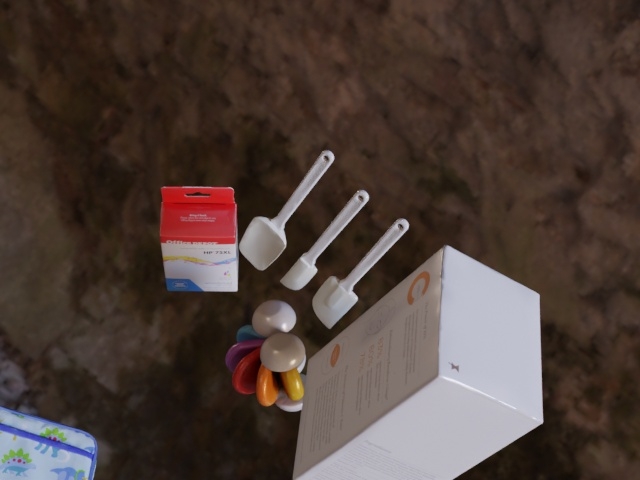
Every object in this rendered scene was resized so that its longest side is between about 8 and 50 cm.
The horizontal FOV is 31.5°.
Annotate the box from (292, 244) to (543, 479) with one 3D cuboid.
[{"bbox_3d":[0.129,0.204,1.564,0.168,0.345,0.215,26,46,-20],"label":"box"}]

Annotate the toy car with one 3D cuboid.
[{"bbox_3d":[-0.092,0.204,1.932,0.182,0.136,0.159,-108,-176,-48],"label":"toy car"}]

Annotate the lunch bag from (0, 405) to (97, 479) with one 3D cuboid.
[{"bbox_3d":[-0.428,0.323,1.574,0.219,0.176,0.090,22,-38,-14],"label":"lunch bag"}]

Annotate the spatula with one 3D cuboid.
[{"bbox_3d":[0.000,0.000,1.411,0.168,0.019,0.242,44,-42,5],"label":"spatula"}]

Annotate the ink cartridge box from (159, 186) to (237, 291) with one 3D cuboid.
[{"bbox_3d":[-0.216,0.000,2.033,0.134,0.078,0.231,0,-34,-2],"label":"ink cartridge box"}]
